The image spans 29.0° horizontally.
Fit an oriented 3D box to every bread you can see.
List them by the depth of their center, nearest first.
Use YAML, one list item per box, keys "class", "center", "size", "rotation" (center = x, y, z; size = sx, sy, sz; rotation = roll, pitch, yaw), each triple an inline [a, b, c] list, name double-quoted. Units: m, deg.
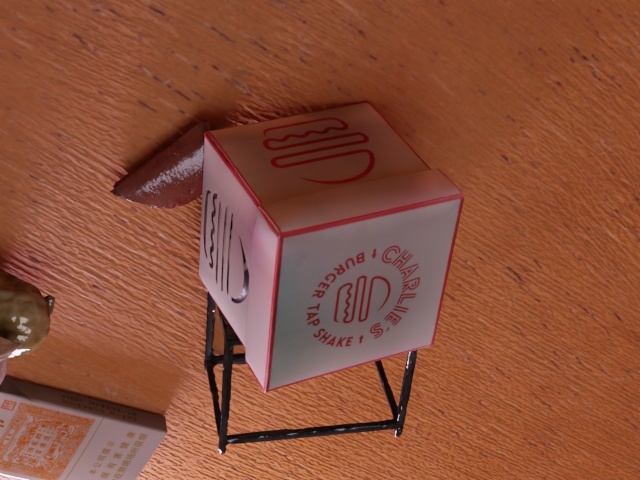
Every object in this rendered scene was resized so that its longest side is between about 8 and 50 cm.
- class: "bread"
  center: [-0.226, -0.104, 1.979]
  size: [0.192, 0.067, 0.119]
  rotation: [-36, 128, 14]

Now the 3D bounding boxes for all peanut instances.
- class: "peanut"
  center: [-0.577, 0.110, 2.008]
  size: [0.291, 0.159, 0.143]
  rotation: [7, 89, -4]

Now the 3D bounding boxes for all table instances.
- class: "table"
  center: [-0.021, 0.188, 2.170]
  size: [0.335, 0.222, 0.272]
  rotation: [-3, 129, -12]

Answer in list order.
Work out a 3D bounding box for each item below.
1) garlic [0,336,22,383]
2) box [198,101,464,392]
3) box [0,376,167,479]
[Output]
- class: "garlic"
  center: [-0.586, 0.231, 1.984]
  size: [0.148, 0.128, 0.266]
  rotation: [25, 150, -7]
- class: "box"
  center: [0.000, 0.000, 1.936]
  size: [0.312, 0.300, 0.314]
  rotation: [-13, 132, -24]
- class: "box"
  center: [-0.492, 0.368, 2.299]
  size: [0.365, 0.051, 0.204]
  rotation: [19, 121, -27]
